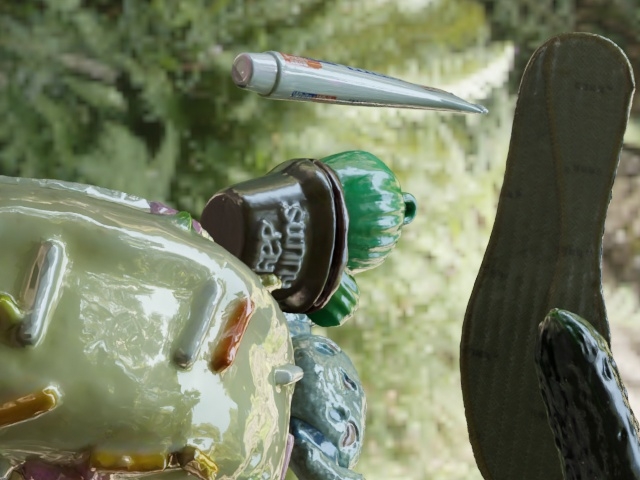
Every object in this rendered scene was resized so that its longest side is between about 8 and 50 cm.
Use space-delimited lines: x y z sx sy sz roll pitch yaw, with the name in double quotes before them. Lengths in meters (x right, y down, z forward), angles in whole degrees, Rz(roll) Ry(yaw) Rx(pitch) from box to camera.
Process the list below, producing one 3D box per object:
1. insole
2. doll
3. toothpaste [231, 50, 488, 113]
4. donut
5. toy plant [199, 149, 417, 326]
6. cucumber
"insole" 0.166 0.021 1.316 0.009 0.119 0.348 8 91 -66
"doll" -0.007 0.129 1.456 0.071 0.103 0.214 -30 -127 32
"toothpaste" 0.028 -0.109 1.293 0.052 0.218 0.033 30 -71 46
"donut" -0.162 0.103 0.965 0.371 0.307 0.150 92 -8 -58
"toy plant" 0.000 0.000 1.408 0.105 0.200 0.143 18 -76 50
"cucumber" 0.158 0.135 1.010 0.052 0.058 0.215 -53 132 -65
